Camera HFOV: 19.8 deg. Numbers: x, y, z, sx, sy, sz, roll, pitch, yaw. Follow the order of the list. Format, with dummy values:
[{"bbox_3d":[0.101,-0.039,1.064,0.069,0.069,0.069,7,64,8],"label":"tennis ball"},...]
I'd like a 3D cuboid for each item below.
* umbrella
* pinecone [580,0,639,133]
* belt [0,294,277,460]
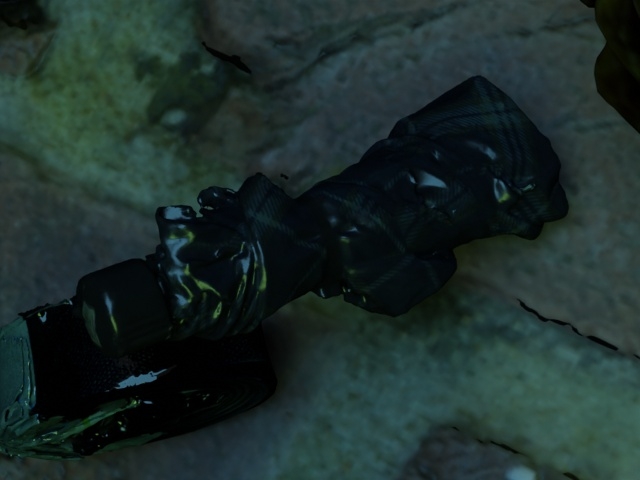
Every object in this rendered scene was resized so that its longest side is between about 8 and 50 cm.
[{"bbox_3d":[0.001,0.003,0.776,0.224,0.071,0.080,-21,61,-30],"label":"umbrella"},{"bbox_3d":[0.289,-0.101,0.597,0.398,0.398,0.397,-4,75,17],"label":"pinecone"},{"bbox_3d":[-0.087,0.059,0.817,0.140,0.105,0.058,-21,69,28],"label":"belt"}]
